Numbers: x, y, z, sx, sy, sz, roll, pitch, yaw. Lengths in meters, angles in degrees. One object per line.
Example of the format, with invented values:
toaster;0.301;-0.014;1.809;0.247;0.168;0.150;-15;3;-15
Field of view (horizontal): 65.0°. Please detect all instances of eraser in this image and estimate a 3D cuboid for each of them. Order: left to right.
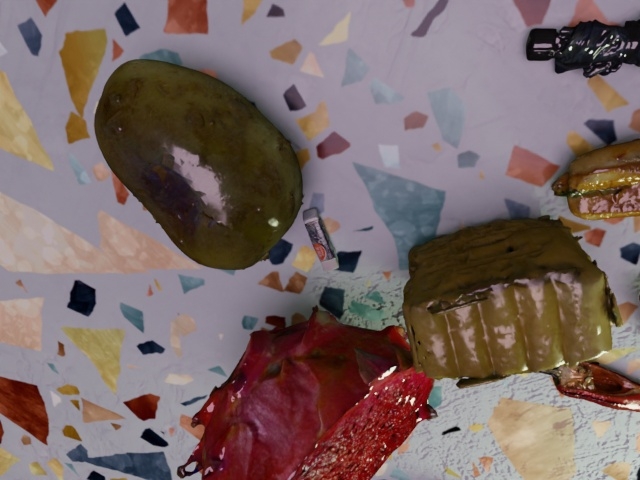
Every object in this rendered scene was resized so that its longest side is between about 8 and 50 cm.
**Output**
eraser;0.000;0.000;0.756;0.027;0.019;0.099;-17;110;18

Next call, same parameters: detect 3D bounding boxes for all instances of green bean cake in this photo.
green bean cake;0.218;0.062;0.626;0.230;0.224;0.131;-14;107;15

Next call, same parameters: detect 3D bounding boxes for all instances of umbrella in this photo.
umbrella;0.349;-0.221;0.559;0.224;0.071;0.080;7;87;14

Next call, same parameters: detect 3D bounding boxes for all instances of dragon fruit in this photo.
dragon fruit;-0.025;0.251;0.721;0.249;0.371;0.386;38;128;31

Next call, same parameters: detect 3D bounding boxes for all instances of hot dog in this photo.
hot dog;0.413;-0.082;0.606;0.250;0.076;0.104;-5;132;18

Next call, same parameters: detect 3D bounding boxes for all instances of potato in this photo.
potato;-0.156;-0.100;0.661;0.210;0.173;0.307;-38;104;27

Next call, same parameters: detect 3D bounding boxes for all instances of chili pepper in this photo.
chili pepper;0.428;0.220;0.750;0.268;0.059;0.050;15;154;2
